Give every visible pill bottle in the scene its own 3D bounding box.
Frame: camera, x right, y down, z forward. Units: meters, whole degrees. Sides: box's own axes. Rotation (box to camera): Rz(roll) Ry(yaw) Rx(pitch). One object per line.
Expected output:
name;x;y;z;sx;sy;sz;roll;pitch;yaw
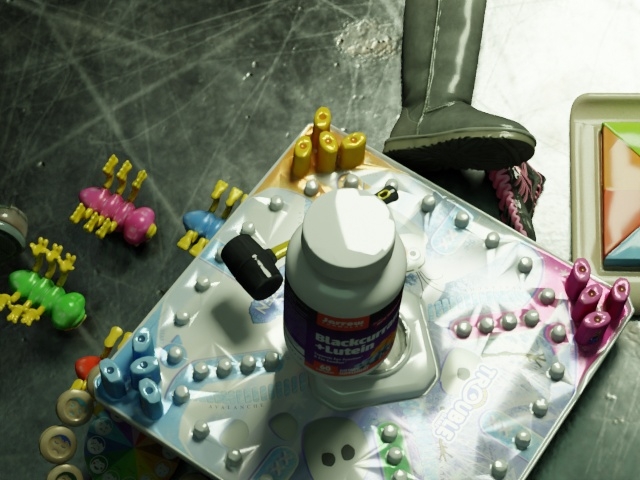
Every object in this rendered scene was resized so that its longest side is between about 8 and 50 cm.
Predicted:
pill bottle;0.021;0.037;1.415;0.108;0.193;0.108;1;59;-1

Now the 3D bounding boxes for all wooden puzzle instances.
wooden puzzle;0.368;-0.042;1.627;0.220;0.044;0.239;1;70;5

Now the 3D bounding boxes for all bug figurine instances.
bug figurine;-0.194;0.044;1.627;0.216;0.072;0.279;33;71;8

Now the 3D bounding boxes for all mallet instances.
mallet;0.000;0.000;1.532;0.189;0.039;0.062;-21;61;-19

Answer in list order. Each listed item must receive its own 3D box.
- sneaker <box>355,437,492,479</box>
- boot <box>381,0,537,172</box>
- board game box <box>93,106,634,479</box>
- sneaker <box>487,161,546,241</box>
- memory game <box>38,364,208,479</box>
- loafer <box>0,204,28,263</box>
sneaker;0.053;0.282;1.510;0.153;0.101;0.269;30;69;15
boot;0.153;-0.178;1.661;0.189;0.076;0.209;2;63;32
board game box;0.047;0.094;1.525;0.390;0.050;0.390;31;63;15
sneaker;0.210;-0.050;1.647;0.057;0.047;0.119;-10;70;-11
memory game;-0.180;0.204;1.548;0.186;0.012;0.186;-1;94;-20
loafer;-0.414;-0.024;1.638;0.267;0.096;0.084;-4;54;24
